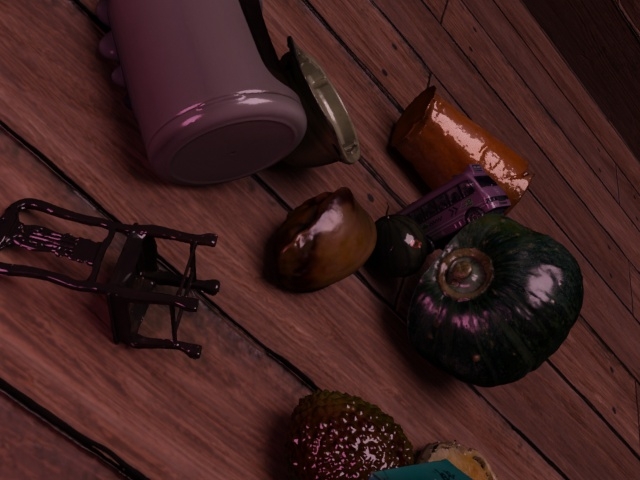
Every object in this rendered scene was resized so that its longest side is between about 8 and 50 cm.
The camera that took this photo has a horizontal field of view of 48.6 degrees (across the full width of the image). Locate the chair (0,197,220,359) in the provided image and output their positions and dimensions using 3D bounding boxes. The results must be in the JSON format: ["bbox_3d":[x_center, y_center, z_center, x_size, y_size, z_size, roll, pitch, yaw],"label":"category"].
[{"bbox_3d":[-0.233,0.039,0.782,0.229,0.113,0.106,11,49,0],"label":"chair"}]

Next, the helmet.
[{"bbox_3d":[-0.044,-0.188,1.084,0.204,0.137,0.257,66,13,10],"label":"helmet"}]

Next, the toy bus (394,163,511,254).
[{"bbox_3d":[0.235,-0.050,1.284,0.096,0.199,0.108,-8,70,-52],"label":"toy bus"}]

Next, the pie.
[{"bbox_3d":[0.215,0.434,1.061,0.274,0.055,0.274,28,48,-37],"label":"pie"}]

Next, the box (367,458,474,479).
[{"bbox_3d":[0.089,0.381,0.800,0.153,0.092,0.244,9,105,-47],"label":"box"}]

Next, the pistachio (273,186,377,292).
[{"bbox_3d":[0.000,0.000,1.044,0.210,0.131,0.165,-26,128,-54],"label":"pistachio"}]

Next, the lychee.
[{"bbox_3d":[0.028,0.264,0.879,0.171,0.171,0.171,28,47,-36],"label":"lychee"}]

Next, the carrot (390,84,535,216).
[{"bbox_3d":[0.268,-0.163,1.420,0.254,0.196,0.196,37,42,-19],"label":"carrot"}]

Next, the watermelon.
[{"bbox_3d":[0.125,-0.002,1.192,0.105,0.105,0.133,-40,118,-53],"label":"watermelon"}]

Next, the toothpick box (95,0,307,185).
[{"bbox_3d":[-0.172,-0.248,0.942,0.229,0.229,0.316,-1,66,-50],"label":"toothpick box"}]

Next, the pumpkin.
[{"bbox_3d":[0.311,0.117,1.163,0.293,0.197,0.263,-47,141,-17],"label":"pumpkin"}]
